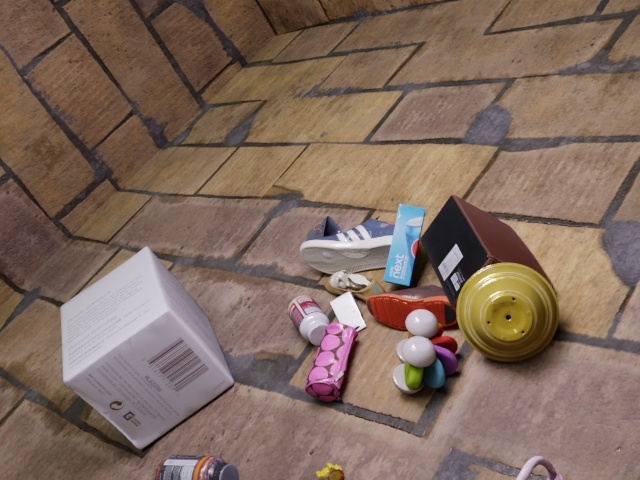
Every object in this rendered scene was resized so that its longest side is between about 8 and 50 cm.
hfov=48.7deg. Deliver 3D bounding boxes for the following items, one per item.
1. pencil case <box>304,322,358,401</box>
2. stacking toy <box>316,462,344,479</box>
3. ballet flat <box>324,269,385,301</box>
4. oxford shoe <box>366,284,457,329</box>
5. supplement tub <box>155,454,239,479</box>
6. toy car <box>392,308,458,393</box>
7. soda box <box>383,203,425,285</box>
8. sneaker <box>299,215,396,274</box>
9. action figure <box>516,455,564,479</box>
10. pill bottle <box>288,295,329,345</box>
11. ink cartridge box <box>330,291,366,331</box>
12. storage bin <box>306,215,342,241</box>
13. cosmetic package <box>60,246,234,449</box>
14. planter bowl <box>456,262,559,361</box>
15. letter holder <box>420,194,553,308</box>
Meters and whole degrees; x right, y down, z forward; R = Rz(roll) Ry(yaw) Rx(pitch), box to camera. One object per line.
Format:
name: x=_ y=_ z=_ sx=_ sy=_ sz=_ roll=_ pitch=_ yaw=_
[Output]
pencil case: x=0.034 y=0.297 z=1.762 sx=0.098 sy=0.095 sz=0.209 roll=-47 pitch=17 yaw=44
stacking toy: x=-0.023 y=0.581 z=1.461 sx=0.221 sy=0.052 sz=0.167 roll=-36 pitch=25 yaw=-3
ballet flat: x=0.086 y=0.115 z=1.971 sx=0.232 sy=0.073 sz=0.080 roll=10 pitch=52 yaw=48
oxford shoe: x=0.242 y=0.162 z=1.777 sx=0.271 sy=0.097 sz=0.098 roll=1 pitch=26 yaw=36
supplement tub: x=-0.289 y=0.564 z=1.677 sx=0.198 sy=0.106 sz=0.106 roll=-9 pitch=39 yaw=32
toy car: x=0.244 y=0.259 z=1.602 sx=0.136 sy=0.159 sz=0.182 roll=13 pitch=44 yaw=3
soda box: x=0.223 y=0.014 z=1.874 sx=0.071 sy=0.067 sz=0.210 roll=12 pitch=86 yaw=9
sneaker: x=0.112 y=0.003 z=2.053 sx=0.350 sy=0.131 sz=0.148 roll=-3 pitch=44 yaw=25
action figure: x=0.270 y=0.510 z=1.124 sx=0.370 sy=0.248 sz=0.275 roll=-30 pitch=31 yaw=0
pill bottle: x=-0.027 y=0.219 z=1.920 sx=0.086 sy=0.086 sz=0.152 roll=-36 pitch=32 yaw=-3
ink cartridge box: x=0.078 y=0.200 z=1.895 sx=0.063 sy=0.029 sz=0.115 roll=-30 pitch=60 yaw=6
storage bin: x=0.000 y=0.000 z=2.190 sx=0.091 sy=0.098 sz=0.135 roll=-28 pitch=31 yaw=28
cosmetic package: x=-0.501 y=0.295 z=2.010 sx=0.327 sy=0.329 sz=0.393 roll=-36 pitch=31 yaw=-2
planter bowl: x=0.397 y=0.158 z=1.496 sx=0.217 sy=0.217 sz=0.090 roll=-26 pitch=-4 yaw=12
letter holder: x=0.403 y=0.055 z=1.727 sx=0.152 sy=0.214 sz=0.302 roll=-58 pitch=22 yaw=23
